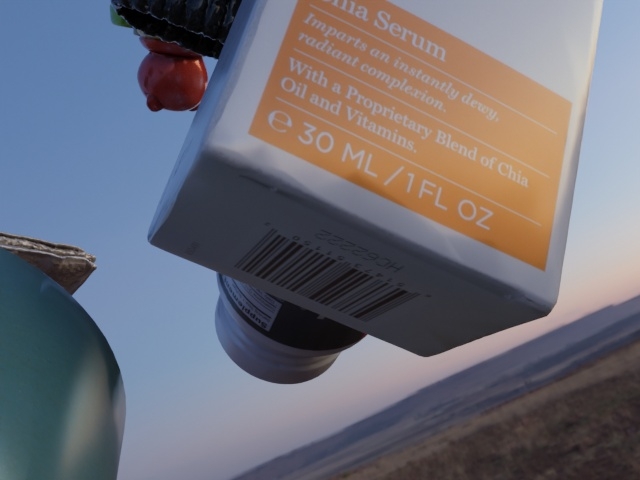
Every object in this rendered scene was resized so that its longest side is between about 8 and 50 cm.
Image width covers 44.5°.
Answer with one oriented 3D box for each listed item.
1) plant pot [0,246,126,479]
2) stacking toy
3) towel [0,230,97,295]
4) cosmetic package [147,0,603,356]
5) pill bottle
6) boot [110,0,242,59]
[{"bbox_3d":[-0.241,0.167,0.364,0.293,0.235,0.293,-6,-57,-10],"label":"plant pot"},{"bbox_3d":[-0.167,-0.271,1.179,0.309,0.130,0.279,-5,21,-37],"label":"stacking toy"},{"bbox_3d":[-0.540,0.070,1.347,0.187,0.049,0.282,-46,-32,20],"label":"towel"},{"bbox_3d":[0.068,-0.173,0.575,0.230,0.453,0.161,23,-26,-15],"label":"cosmetic package"},{"bbox_3d":[0.000,0.000,0.871,0.210,0.210,0.363,-15,-30,-30],"label":"pill bottle"},{"bbox_3d":[-0.160,-0.340,0.775,0.131,0.348,0.260,-2,-65,-77],"label":"boot"}]
